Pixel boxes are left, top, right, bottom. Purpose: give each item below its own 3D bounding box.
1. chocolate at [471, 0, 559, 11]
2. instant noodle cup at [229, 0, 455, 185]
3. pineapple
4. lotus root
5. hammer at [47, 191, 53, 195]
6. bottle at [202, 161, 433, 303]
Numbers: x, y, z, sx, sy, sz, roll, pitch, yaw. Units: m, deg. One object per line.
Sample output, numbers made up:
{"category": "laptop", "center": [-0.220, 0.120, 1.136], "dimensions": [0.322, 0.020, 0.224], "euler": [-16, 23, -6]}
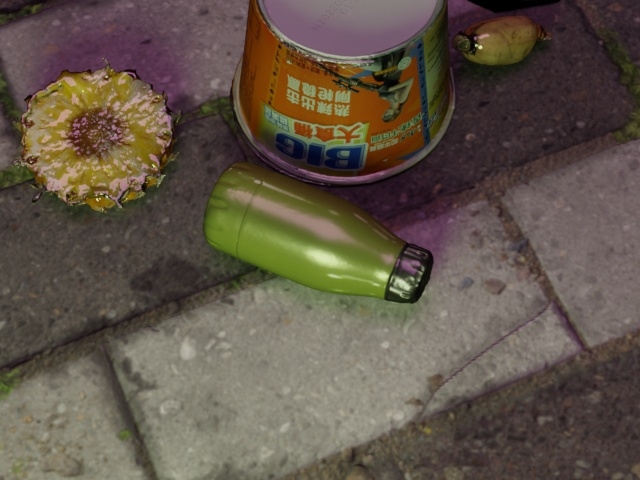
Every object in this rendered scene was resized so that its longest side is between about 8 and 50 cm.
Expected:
{"category": "chocolate", "center": [0.239, -0.447, 1.758], "dimensions": [0.206, 0.177, 0.224], "euler": [-10, 59, -6]}
{"category": "instant noodle cup", "center": [0.030, -0.240, 1.614], "dimensions": [0.296, 0.214, 0.296], "euler": [0, 60, 0]}
{"category": "pineapple", "center": [-0.275, -0.120, 1.630], "dimensions": [0.221, 0.047, 0.221], "euler": [1, 67, -3]}
{"category": "lotus root", "center": [0.233, -0.256, 1.707], "dimensions": [0.152, 0.072, 0.063], "euler": [-12, 93, -26]}
{"category": "hammer", "center": [-0.314, -0.103, 1.649], "dimensions": [0.035, 0.019, 0.110], "euler": [14, 63, 8]}
{"category": "bottle", "center": [0.000, 0.000, 1.532], "dimensions": [0.260, 0.112, 0.112], "euler": [21, 62, 12]}
